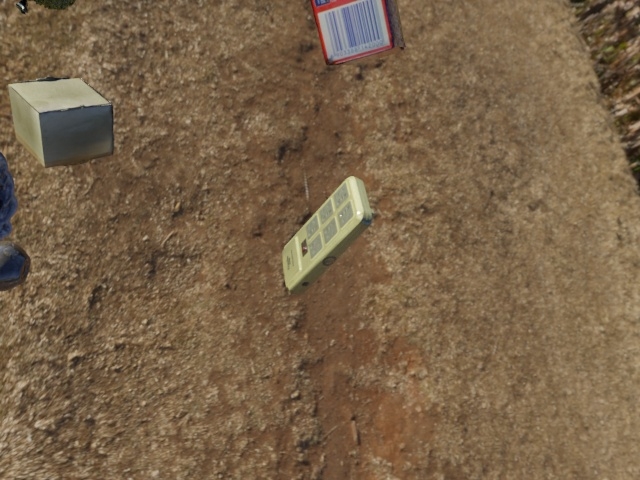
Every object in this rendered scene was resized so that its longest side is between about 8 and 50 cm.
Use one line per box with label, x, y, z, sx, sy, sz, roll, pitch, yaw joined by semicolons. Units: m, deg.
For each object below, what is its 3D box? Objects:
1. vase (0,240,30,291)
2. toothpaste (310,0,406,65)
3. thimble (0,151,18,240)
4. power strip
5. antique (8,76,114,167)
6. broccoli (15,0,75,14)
vase;-0.785;0.051;1.205;0.182;0.120;0.120;13;60;-13
toothpaste;0.004;-0.312;0.421;0.076;0.065;0.321;-50;129;-65
thimble;-0.622;-0.082;0.832;0.156;0.246;0.217;6;27;7
power strip;0.000;0.000;0.630;0.028;0.169;0.076;20;39;-30
antique;-0.524;-0.239;1.059;0.146;0.148;0.151;37;40;30
broccoli;-0.384;-0.371;0.697;0.131;0.120;0.130;54;54;-17
